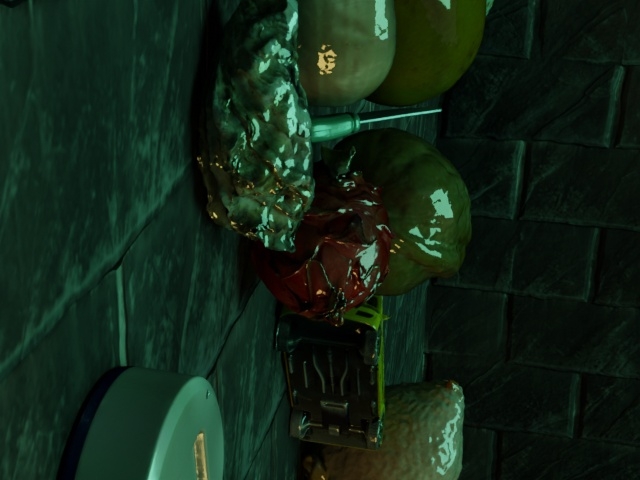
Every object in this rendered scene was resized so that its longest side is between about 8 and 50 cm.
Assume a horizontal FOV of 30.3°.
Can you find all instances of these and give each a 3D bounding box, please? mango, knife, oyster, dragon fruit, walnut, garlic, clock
[{"bbox_3d":[0.098,-0.379,1.561,0.445,0.232,0.300,75,28,-48],"label":"mango"},{"bbox_3d":[0.054,-0.160,1.573,0.260,0.063,0.034,-13,106,-39],"label":"knife"},{"bbox_3d":[-0.055,-0.114,1.204,0.267,0.112,0.198,77,21,-52],"label":"oyster"},{"bbox_3d":[0.000,0.000,1.404,0.172,0.172,0.209,67,30,-69],"label":"dragon fruit"},{"bbox_3d":[0.090,-0.039,1.631,0.227,0.283,0.283,-58,172,8],"label":"walnut"},{"bbox_3d":[-0.008,-0.313,1.376,0.196,0.151,0.338,-125,-154,-64],"label":"garlic"},{"bbox_3d":[-0.146,0.224,0.989,0.230,0.083,0.230,8,90,-79],"label":"clock"}]

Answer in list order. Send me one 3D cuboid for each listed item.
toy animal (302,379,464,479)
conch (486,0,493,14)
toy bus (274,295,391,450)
[{"bbox_3d":[0.098,0.357,1.898,0.358,0.226,0.188,-56,164,7],"label":"toy animal"},{"bbox_3d":[0.172,-0.469,1.954,0.319,0.215,0.303,141,-51,-83],"label":"conch"},{"bbox_3d":[0.028,0.171,1.711,0.330,0.144,0.152,85,16,-49],"label":"toy bus"}]
